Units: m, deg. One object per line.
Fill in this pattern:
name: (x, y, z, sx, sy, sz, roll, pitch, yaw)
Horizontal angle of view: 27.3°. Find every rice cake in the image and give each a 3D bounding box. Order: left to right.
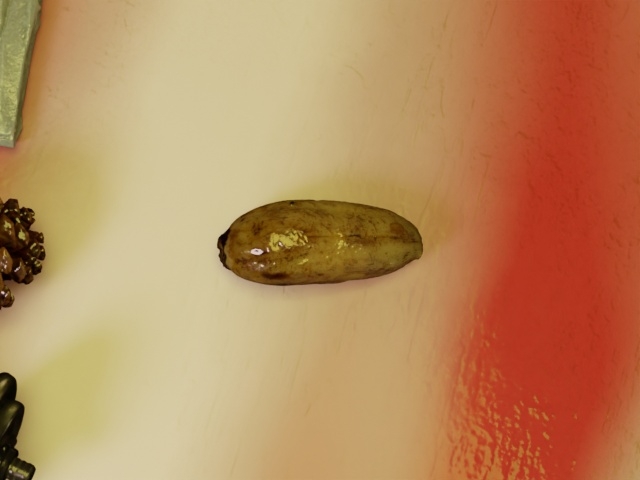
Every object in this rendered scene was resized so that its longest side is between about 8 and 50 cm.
rice cake: (-0.410, -0.228, 1.679, 0.085, 0.040, 0.226, 9, 77, -4)

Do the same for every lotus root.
lotus root: (0.000, 0.000, 1.650, 0.259, 0.097, 0.110, -4, 75, -11)

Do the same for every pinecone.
pinecone: (-0.406, 0.010, 1.572, 0.174, 0.173, 0.173, 1, 77, -6)

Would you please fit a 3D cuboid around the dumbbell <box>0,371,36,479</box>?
dumbbell: (-0.460, 0.210, 1.496, 0.290, 0.192, 0.192, 24, 76, -1)
